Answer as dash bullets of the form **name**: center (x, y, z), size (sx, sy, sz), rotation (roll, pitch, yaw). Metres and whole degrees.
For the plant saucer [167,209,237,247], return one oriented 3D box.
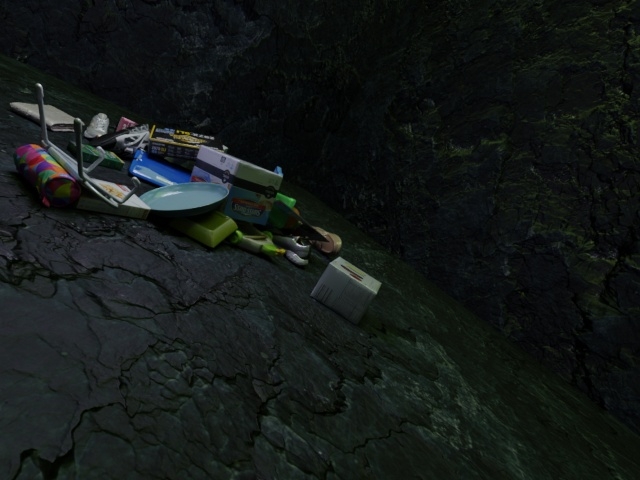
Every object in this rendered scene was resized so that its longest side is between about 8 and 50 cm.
- **plant saucer**: center (-0.416, -0.069, 1.492), size (0.188, 0.045, 0.188), rotation (26, 30, 6)

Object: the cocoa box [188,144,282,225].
- **cocoa box**: center (-0.374, -0.236, 1.762), size (0.231, 0.228, 0.347), rotation (13, 11, -46)

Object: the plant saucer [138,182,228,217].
- **plant saucer**: center (-0.494, -0.148, 1.508), size (0.317, 0.044, 0.317), rotation (-1, 25, 1)

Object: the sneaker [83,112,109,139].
- **sneaker**: center (-1.062, -0.546, 1.976), size (0.099, 0.121, 0.262), rotation (20, 15, -38)

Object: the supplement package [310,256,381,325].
- **supplement package**: center (0.103, 0.185, 1.574), size (0.203, 0.149, 0.194), rotation (32, 11, 8)

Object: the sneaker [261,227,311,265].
- **sneaker**: center (-0.147, 0.009, 1.838), size (0.271, 0.108, 0.100), rotation (30, 11, 24)

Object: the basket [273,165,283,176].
- **basket**: center (-0.273, -0.240, 2.152), size (0.201, 0.289, 0.255), rotation (21, 16, -13)

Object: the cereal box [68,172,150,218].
- **cereal box**: center (-0.687, -0.141, 1.305), size (0.173, 0.047, 0.240), rotation (36, 13, 27)

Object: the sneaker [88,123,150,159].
- **sneaker**: center (-0.902, -0.435, 1.905), size (0.122, 0.146, 0.330), rotation (5, 27, 24)

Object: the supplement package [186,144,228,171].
- **supplement package**: center (-0.609, -0.411, 2.192), size (0.134, 0.244, 0.139), rotation (27, 12, -10)

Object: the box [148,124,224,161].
- **box**: center (-0.625, -0.447, 1.936), size (0.322, 0.079, 0.257), rotation (7, 23, -20)

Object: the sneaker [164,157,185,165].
- **sneaker**: center (-0.717, -0.422, 2.118), size (0.094, 0.212, 0.080), rotation (-14, 81, -79)

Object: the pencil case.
- **pencil case**: center (-0.772, -0.183, 1.158), size (0.236, 0.104, 0.104), rotation (36, 13, 31)

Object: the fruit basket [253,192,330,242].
- **fruit basket**: center (-0.173, -0.080, 1.944), size (0.327, 0.165, 0.353), rotation (6, -31, 48)

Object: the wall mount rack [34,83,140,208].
- **wall mount rack**: center (-0.680, -0.252, 1.169), size (0.350, 0.130, 0.304), rotation (36, -12, 22)

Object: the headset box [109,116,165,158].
- **headset box**: center (-0.935, -0.529, 2.134), size (0.293, 0.110, 0.218), rotation (23, -2, -32)

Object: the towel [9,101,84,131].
- **towel**: center (-1.198, -0.545, 1.829), size (0.187, 0.049, 0.282), rotation (26, 12, -8)

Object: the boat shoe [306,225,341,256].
- **boat shoe**: center (0.000, 0.000, 2.256), size (0.110, 0.122, 0.341), rotation (18, 5, -30)

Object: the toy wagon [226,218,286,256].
- **toy wagon**: center (-0.297, -0.018, 1.689), size (0.344, 0.068, 0.267), rotation (34, 12, 18)

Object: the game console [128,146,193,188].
- **game console**: center (-0.726, -0.283, 1.898), size (0.293, 0.173, 0.250), rotation (23, 44, -27)

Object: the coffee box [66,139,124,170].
- **coffee box**: center (-0.907, -0.343, 1.671), size (0.113, 0.040, 0.184), rotation (36, 13, 31)
